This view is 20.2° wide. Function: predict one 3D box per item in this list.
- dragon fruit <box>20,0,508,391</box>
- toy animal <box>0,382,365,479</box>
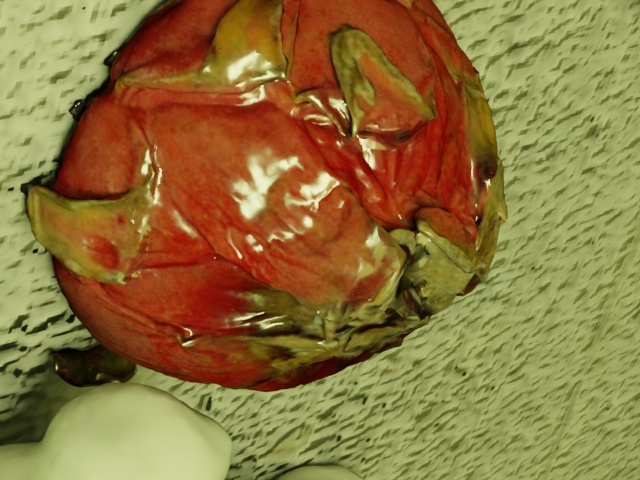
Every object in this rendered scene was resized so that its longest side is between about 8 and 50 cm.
[{"bbox_3d":[0.003,-0.003,0.781,0.223,0.148,0.218,-28,143,-25],"label":"dragon fruit"},{"bbox_3d":[-0.053,0.188,0.883,0.367,0.196,0.241,14,113,-51],"label":"toy animal"}]
